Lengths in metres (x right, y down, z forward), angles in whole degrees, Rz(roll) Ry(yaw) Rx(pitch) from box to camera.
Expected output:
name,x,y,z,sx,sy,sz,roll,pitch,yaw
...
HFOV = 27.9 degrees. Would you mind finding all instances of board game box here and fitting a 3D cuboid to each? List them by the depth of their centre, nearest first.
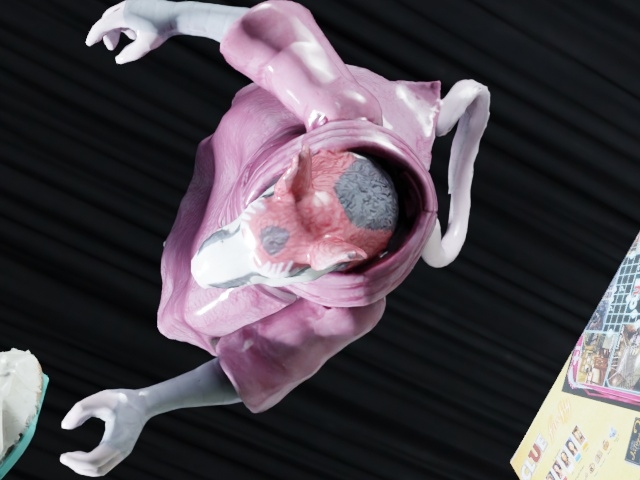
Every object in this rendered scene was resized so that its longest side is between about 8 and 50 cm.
name,x,y,z,sx,sy,sz,roll,pitch,yaw
board game box,0.222,0.115,0.843,0.243,0.042,0.165,-67,30,29

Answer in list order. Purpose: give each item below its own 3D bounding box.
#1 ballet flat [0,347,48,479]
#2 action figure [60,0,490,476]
name,x,y,z,sx,sy,sz,roll,pitch,yaw
ballet flat,-0.371,0.206,0.939,0.409,0.147,0.147,-43,29,21
action figure,0.000,0.000,0.721,0.370,0.276,0.248,-162,77,-80
